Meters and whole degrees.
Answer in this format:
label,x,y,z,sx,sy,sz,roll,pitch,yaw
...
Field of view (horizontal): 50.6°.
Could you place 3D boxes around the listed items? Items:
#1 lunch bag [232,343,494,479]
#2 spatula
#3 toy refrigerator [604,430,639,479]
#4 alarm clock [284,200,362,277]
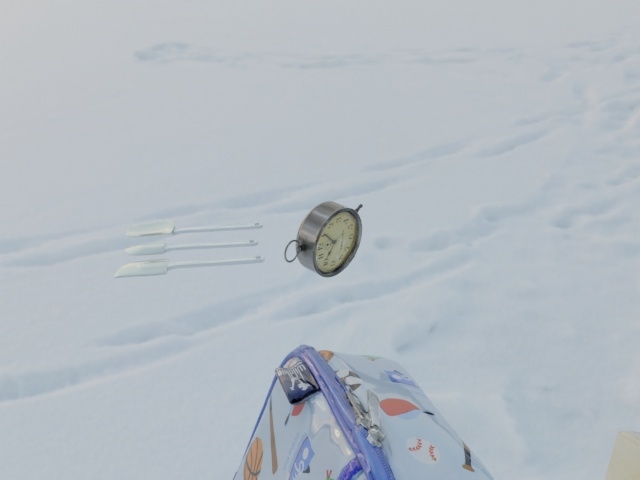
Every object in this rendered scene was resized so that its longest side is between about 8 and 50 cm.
label,x,y,z,sx,sy,sz,roll,pitch,yaw
lunch bag,0.004,0.235,0.482,0.114,0.304,0.243,13,15,-20
spatula,-0.216,0.006,1.151,0.241,0.019,0.168,-5,28,-2
toy refrigerator,0.391,0.275,0.611,0.102,0.094,0.269,11,7,-20
alarm clock,0.000,0.000,1.180,0.064,0.129,0.192,23,26,33
